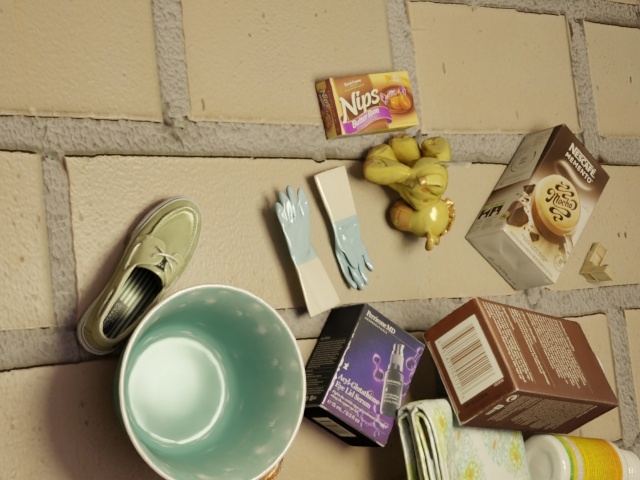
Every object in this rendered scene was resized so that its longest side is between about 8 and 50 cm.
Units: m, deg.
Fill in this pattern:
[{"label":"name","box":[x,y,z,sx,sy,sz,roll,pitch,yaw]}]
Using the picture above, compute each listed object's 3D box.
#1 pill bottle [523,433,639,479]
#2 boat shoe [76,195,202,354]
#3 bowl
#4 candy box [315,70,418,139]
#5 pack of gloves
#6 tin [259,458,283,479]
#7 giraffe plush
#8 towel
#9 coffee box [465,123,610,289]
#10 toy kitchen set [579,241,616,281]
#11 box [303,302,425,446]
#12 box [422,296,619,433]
[{"label":"pill bottle","box":[0.518,0.458,2.056,0.246,0.136,0.136,11,76,-32]},{"label":"boat shoe","box":[-0.265,0.053,1.629,0.109,0.094,0.302,40,63,-22]},{"label":"bowl","box":[-0.194,0.228,1.605,0.312,0.163,0.311,7,78,-32]},{"label":"candy box","box":[0.089,-0.254,1.945,0.187,0.053,0.109,-11,88,-36]},{"label":"pack of gloves","box":[0.000,0.000,1.860,0.195,0.046,0.232,-22,98,-46]},{"label":"tin","box":[-0.141,0.375,1.692,0.190,0.040,0.106,-37,107,-32]},{"label":"giraffe plush","box":[0.186,-0.083,1.928,0.181,0.210,0.170,-32,129,-37]},{"label":"towel","box":[0.278,0.435,1.857,0.374,0.090,0.320,6,74,-54]},{"label":"coffee box","box":[0.445,-0.069,2.108,0.168,0.119,0.297,43,61,-19]},{"label":"toy kitchen set","box":[0.616,0.055,2.227,0.068,0.075,0.083,41,66,-23]},{"label":"box","box":[0.065,0.234,1.810,0.153,0.108,0.207,35,65,-23]},{"label":"box","box":[0.373,0.236,1.907,0.381,0.143,0.191,14,46,-45]}]
